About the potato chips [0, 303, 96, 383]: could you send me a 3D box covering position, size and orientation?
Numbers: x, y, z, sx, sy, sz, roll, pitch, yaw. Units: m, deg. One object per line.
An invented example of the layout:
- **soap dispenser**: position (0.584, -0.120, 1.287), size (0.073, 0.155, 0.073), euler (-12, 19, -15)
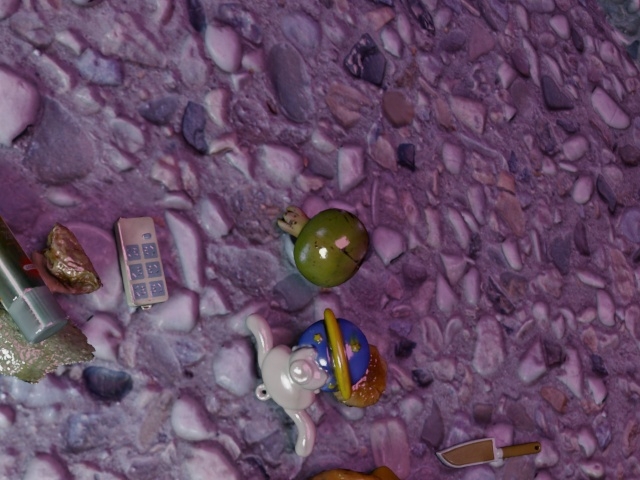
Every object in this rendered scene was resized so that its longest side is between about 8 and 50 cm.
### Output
- **potato chips**: position (-0.528, 0.177, 1.503), size (0.228, 0.059, 0.167), euler (-17, 81, -38)

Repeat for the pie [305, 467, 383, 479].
- **pie**: position (0.050, 0.599, 1.756), size (0.273, 0.069, 0.273), euler (1, 86, -14)

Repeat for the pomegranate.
- **pomegranate**: position (0.001, 0.015, 1.875), size (0.179, 0.210, 0.179), euler (5, 90, -71)

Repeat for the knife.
- **knife**: position (0.421, 0.520, 2.101), size (0.343, 0.027, 0.061), euler (0, 81, -32)

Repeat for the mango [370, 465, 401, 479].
- **mango**: position (0.165, 0.596, 1.868), size (0.191, 0.085, 0.122), euler (42, 69, -7)

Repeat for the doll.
- **doll**: position (-0.010, 0.288, 1.748), size (0.242, 0.159, 0.311), euler (-7, 84, -13)

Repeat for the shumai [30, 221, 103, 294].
- **shumai**: position (-0.479, 0.055, 1.545), size (0.116, 0.145, 0.146), euler (-33, 97, -20)

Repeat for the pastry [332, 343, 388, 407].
- **pastry**: position (0.083, 0.301, 1.890), size (0.153, 0.081, 0.153), euler (10, 71, -31)

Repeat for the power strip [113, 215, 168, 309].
- **power strip**: position (-0.358, 0.042, 1.682), size (0.081, 0.035, 0.192), euler (-6, 81, -36)

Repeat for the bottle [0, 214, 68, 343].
- **bottle**: position (-0.549, 0.046, 1.477), size (0.082, 0.082, 0.286), euler (-30, 82, -37)
